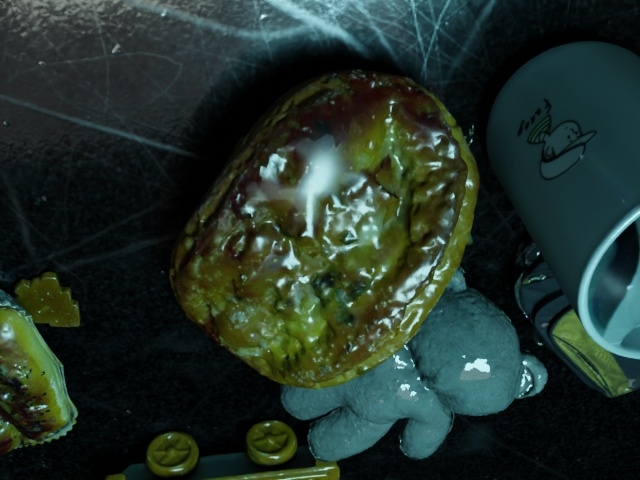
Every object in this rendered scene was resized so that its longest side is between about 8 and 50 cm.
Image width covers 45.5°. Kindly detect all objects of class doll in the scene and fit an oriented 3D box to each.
[{"bbox_3d":[0.109,0.169,1.024,0.340,0.158,0.245,-34,94,30],"label":"doll"}]

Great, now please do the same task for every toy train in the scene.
[{"bbox_3d":[-0.147,0.395,1.067,0.369,0.231,0.163,-4,128,-9],"label":"toy train"}]

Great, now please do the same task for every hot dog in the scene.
[{"bbox_3d":[-0.397,0.164,0.931,0.163,0.081,0.270,-3,127,5],"label":"hot dog"},{"bbox_3d":[0.000,0.000,0.829,0.267,0.174,0.387,34,115,-11],"label":"hot dog"}]

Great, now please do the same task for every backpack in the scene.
[{"bbox_3d":[0.363,0.076,0.998,0.206,0.133,0.258,-36,119,26],"label":"backpack"}]

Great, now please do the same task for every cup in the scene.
[{"bbox_3d":[0.292,-0.059,0.757,0.206,0.312,0.205,-6,127,-7],"label":"cup"}]

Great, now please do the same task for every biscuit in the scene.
[{"bbox_3d":[-0.328,0.075,0.926,0.082,0.016,0.092,-40,124,19],"label":"biscuit"}]

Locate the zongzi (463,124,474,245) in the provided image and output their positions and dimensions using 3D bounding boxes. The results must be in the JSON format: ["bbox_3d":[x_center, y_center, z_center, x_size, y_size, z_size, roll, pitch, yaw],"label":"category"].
[{"bbox_3d":[0.167,-0.065,0.909,0.131,0.062,0.154,5,112,-40],"label":"zongzi"}]
